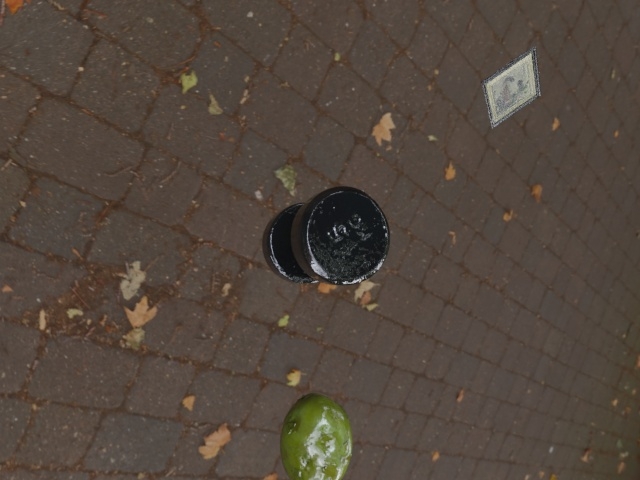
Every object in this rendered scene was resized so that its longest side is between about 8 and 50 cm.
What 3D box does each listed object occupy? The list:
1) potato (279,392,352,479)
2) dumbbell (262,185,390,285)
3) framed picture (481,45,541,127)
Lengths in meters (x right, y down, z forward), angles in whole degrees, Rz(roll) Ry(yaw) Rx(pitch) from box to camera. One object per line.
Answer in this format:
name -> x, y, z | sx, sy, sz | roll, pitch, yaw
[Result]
potato -> -0.010, 0.497, 1.227 | 0.148, 0.186, 0.253 | -43, 151, -69
dumbbell -> 0.000, 0.000, 1.127 | 0.203, 0.322, 0.204 | 2, 85, -20
framed picture -> 0.603, -0.476, 1.553 | 0.199, 0.010, 0.195 | -35, 137, 2
